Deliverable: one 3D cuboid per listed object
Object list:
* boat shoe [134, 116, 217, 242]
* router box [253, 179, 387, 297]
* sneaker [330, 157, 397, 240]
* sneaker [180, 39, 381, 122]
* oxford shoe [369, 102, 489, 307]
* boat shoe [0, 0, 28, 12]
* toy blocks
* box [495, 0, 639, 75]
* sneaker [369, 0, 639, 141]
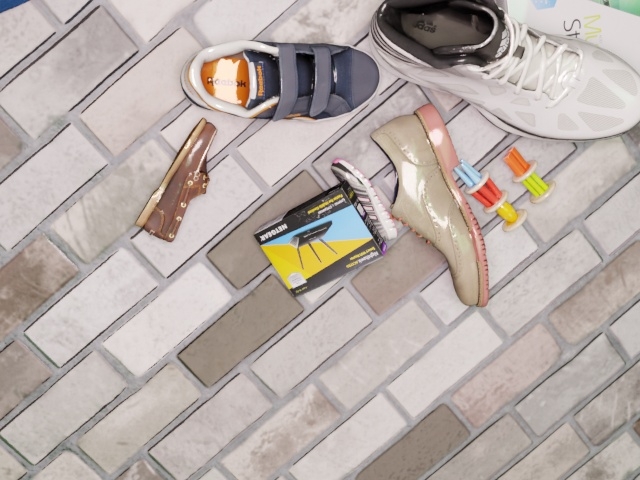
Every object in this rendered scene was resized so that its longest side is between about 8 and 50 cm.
[{"bbox_3d":[-0.215,-0.094,1.026,0.073,0.073,0.207,30,103,-14],"label":"boat shoe"},{"bbox_3d":[0.000,0.000,1.049,0.178,0.046,0.133,-27,105,25],"label":"router box"},{"bbox_3d":[0.059,-0.055,1.071,0.074,0.063,0.170,-37,108,-6],"label":"sneaker"},{"bbox_3d":[-0.054,-0.243,0.991,0.320,0.127,0.126,-6,100,-8],"label":"sneaker"},{"bbox_3d":[0.183,-0.042,1.071,0.130,0.123,0.349,-20,93,1],"label":"oxford shoe"},{"bbox_3d":[-0.494,-0.373,0.916,0.258,0.109,0.089,-25,100,-4],"label":"boat shoe"},{"bbox_3d":[0.312,-0.106,1.101,0.148,0.054,0.123,43,94,-13],"label":"toy blocks"},{"bbox_3d":[0.454,-0.373,1.066,0.321,0.058,0.233,-11,102,-6],"label":"box"},{"bbox_3d":[0.275,-0.241,0.921,0.447,0.257,0.169,18,105,3],"label":"sneaker"}]
